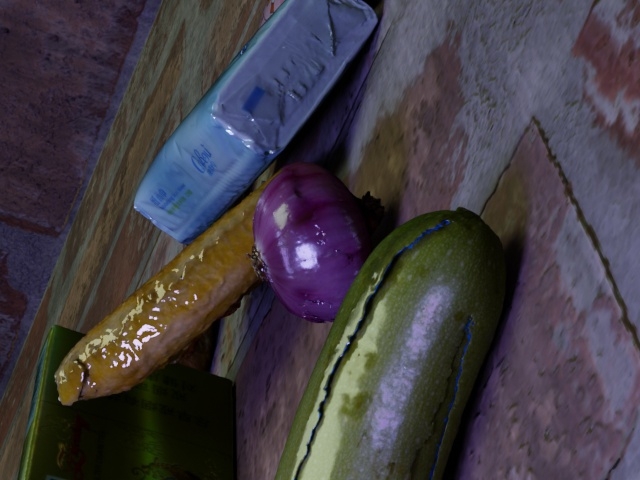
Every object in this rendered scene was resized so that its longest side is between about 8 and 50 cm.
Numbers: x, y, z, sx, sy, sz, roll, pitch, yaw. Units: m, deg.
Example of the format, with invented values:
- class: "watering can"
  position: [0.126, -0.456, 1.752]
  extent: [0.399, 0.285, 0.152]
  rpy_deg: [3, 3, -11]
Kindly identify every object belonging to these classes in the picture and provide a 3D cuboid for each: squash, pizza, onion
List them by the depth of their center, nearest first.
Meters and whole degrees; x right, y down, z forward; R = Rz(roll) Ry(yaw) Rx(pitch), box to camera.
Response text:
- class: "squash"
  position: [0.018, 0.140, 0.826]
  extent: [0.094, 0.094, 0.341]
  rpy_deg: [172, 116, -74]
- class: "onion"
  position: [0.000, 0.000, 1.080]
  extent: [0.104, 0.115, 0.115]
  rpy_deg: [-28, 4, -17]
- class: "pizza"
  position: [-0.083, 0.026, 1.322]
  extent: [0.280, 0.075, 0.288]
  rpy_deg: [-40, 2, 11]

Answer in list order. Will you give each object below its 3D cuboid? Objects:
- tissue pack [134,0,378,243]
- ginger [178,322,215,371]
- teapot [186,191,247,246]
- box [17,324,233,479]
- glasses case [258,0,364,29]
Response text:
- class: "tissue pack"
  position: [-0.065, -0.112, 1.370]
  extent: [0.177, 0.089, 0.263]
  rpy_deg: [-55, 6, -25]
- class: "ginger"
  position: [-0.143, 0.099, 1.515]
  extent: [0.103, 0.073, 0.162]
  rpy_deg: [-33, 32, 46]
- class: "teapot"
  position: [-0.124, -0.042, 1.596]
  extent: [0.129, 0.078, 0.098]
  rpy_deg: [-106, 38, -66]
- class: "box"
  position: [-0.154, 0.191, 1.222]
  extent: [0.311, 0.173, 0.043]
  rpy_deg: [-97, 29, -59]
- class: "glasses case"
  position: [0.002, -0.235, 1.404]
  extent: [0.266, 0.067, 0.103]
  rpy_deg: [138, 146, -63]
